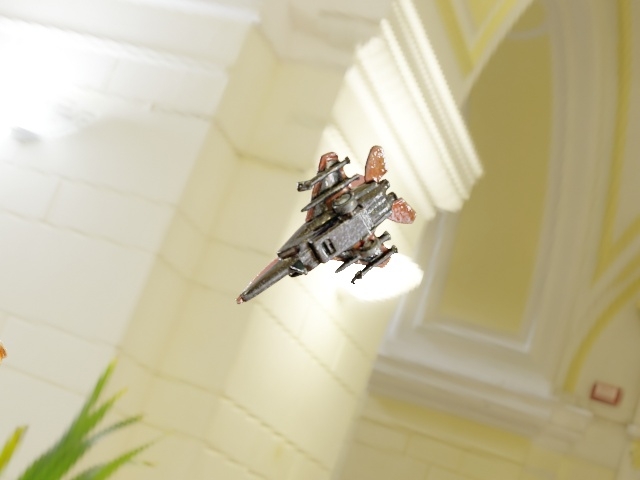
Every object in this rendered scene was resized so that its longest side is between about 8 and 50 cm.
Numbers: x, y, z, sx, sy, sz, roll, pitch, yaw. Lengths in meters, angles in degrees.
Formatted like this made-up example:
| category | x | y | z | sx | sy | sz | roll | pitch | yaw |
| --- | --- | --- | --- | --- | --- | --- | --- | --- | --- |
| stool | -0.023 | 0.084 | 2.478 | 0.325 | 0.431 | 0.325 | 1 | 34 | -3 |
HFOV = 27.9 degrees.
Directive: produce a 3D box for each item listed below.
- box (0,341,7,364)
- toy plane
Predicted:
| category | x | y | z | sx | sy | sz | roll | pitch | yaw |
| --- | --- | --- | --- | --- | --- | --- | --- | --- | --- |
| box | -0.347 | -0.014 | 0.724 | 0.143 | 0.225 | 0.341 | 45 | -23 | 39 |
| toy plane | 0.002 | 0.000 | 1.161 | 0.061 | 0.189 | 0.130 | 14 | -41 | 54 |
